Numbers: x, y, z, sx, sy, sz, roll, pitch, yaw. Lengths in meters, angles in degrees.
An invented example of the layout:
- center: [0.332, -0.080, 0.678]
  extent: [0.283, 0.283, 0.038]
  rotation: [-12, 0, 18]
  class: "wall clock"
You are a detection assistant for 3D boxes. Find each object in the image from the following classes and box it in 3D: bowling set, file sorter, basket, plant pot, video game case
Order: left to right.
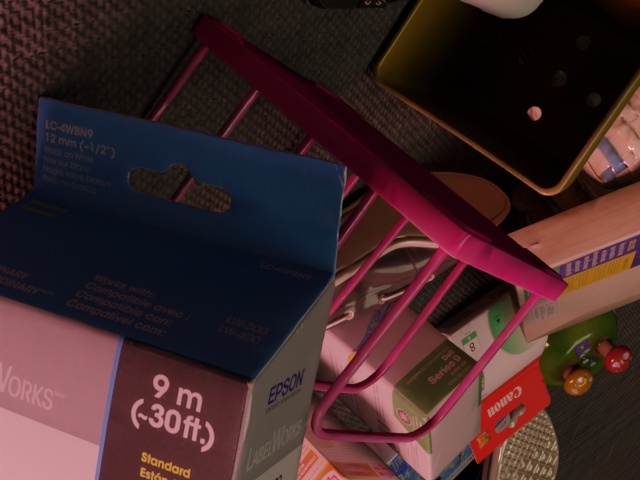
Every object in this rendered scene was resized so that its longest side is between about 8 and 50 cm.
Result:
- center: [0.000, 0.000, 0.733]
  extent: [0.182, 0.290, 0.202]
  rotation: [-53, 148, 10]
  class: "file sorter"
- center: [0.196, 0.304, 1.493]
  extent: [0.244, 0.061, 0.270]
  rotation: [-42, 147, -13]
  class: "video game case"
- center: [0.217, -0.176, 0.906]
  extent: [0.212, 0.212, 0.187]
  rotation: [-57, 158, 11]
  class: "plant pot"
- center: [0.321, -0.052, 1.237]
  extent: [0.287, 0.154, 0.200]
  rotation: [-13, 151, -45]
  class: "bowling set"
- center: [0.383, -0.188, 1.048]
  extent: [0.289, 0.255, 0.201]
  rotation: [-36, 152, 12]
  class: "basket"

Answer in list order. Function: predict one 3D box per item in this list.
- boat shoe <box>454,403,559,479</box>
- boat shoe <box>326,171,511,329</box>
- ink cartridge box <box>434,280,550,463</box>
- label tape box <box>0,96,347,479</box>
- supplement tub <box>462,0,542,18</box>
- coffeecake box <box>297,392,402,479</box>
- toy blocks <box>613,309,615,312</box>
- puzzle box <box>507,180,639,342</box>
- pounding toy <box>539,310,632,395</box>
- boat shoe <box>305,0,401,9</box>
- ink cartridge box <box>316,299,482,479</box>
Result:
- center: [0.340, 0.492, 1.782]
  extent: [0.186, 0.156, 0.501]
  rotation: [-24, 128, -27]
  class: "boat shoe"
- center: [0.057, 0.014, 0.991]
  extent: [0.335, 0.112, 0.096]
  rotation: [-20, 147, -30]
  class: "boat shoe"
- center: [0.269, 0.191, 1.367]
  extent: [0.181, 0.056, 0.225]
  rotation: [-30, 106, -29]
  class: "ink cartridge box"
- center: [-0.138, 0.099, 0.601]
  extent: [0.115, 0.249, 0.348]
  rotation: [-17, 120, -65]
  class: "label tape box"
- center: [0.128, -0.315, 0.653]
  extent: [0.191, 0.191, 0.272]
  rotation: [1, 122, -51]
  class: "supplement tub"
- center: [-0.017, 0.230, 1.040]
  extent: [0.068, 0.185, 0.142]
  rotation: [-54, 147, 6]
  class: "coffeecake box"
- center: [0.499, 0.167, 1.725]
  extent: [0.123, 0.054, 0.148]
  rotation: [-52, 148, 5]
  class: "toy blocks"
- center: [0.360, 0.021, 1.128]
  extent: [0.272, 0.052, 0.409]
  rotation: [-22, 161, 7]
  class: "puzzle box"
- center: [0.428, 0.195, 1.562]
  extent: [0.236, 0.110, 0.183]
  rotation: [12, 116, -35]
  class: "pounding toy"
- center: [0.045, -0.222, 0.789]
  extent: [0.133, 0.042, 0.049]
  rotation: [-24, 142, -33]
  class: "boat shoe"
- center: [0.072, 0.140, 1.034]
  extent: [0.093, 0.212, 0.154]
  rotation: [-40, 146, -21]
  class: "ink cartridge box"
